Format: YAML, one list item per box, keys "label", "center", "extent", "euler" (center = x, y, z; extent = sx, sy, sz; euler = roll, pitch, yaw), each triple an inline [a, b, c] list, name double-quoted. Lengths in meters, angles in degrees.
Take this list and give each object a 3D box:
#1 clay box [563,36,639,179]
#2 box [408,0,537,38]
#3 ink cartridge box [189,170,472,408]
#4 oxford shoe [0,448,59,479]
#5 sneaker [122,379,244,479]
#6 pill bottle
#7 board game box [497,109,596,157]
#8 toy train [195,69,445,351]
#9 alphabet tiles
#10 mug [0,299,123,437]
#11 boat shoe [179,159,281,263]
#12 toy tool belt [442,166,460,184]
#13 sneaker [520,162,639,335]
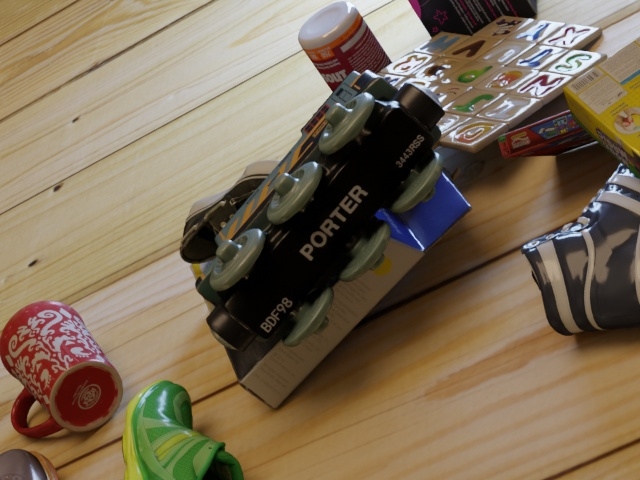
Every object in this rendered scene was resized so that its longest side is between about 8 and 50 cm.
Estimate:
- label: "clay box"
  center: [0.341, -0.104, 1.590]
  extent: [0.127, 0.053, 0.222]
  euler: [-34, 47, -6]
- label: "box"
  center: [0.166, -0.394, 2.208]
  extent: [0.142, 0.247, 0.163]
  euler: [-22, 31, 22]
- label: "ink cartridge box"
  center: [0.000, 0.000, 1.937]
  extent: [0.307, 0.072, 0.303]
  euler: [-48, 26, 8]
- label: "oxford shoe"
  center: [-0.365, 0.333, 1.827]
  extent: [0.130, 0.133, 0.364]
  euler: [-27, 29, 19]
- label: "sneaker"
  center: [-0.139, 0.246, 1.765]
  extent: [0.123, 0.109, 0.295]
  euler: [-10, 29, 0]
- label: "pill bottle"
  center: [0.044, -0.222, 2.186]
  extent: [0.086, 0.152, 0.086]
  euler: [-27, 29, 17]
- label: "board game box"
  center: [0.337, -0.142, 1.782]
  extent: [0.281, 0.027, 0.145]
  euler: [-20, -5, 30]
- label: "toy train"
  center: [-0.003, -0.033, 1.783]
  extent: [0.334, 0.142, 0.190]
  euler: [-51, 17, 3]
- label: "alphabet tiles"
  center: [0.161, -0.181, 2.038]
  extent: [0.342, 0.011, 0.285]
  euler: [-35, 31, -28]
- label: "mug"
  center: [-0.308, 0.171, 2.073]
  extent: [0.113, 0.150, 0.169]
  euler: [-7, 22, -26]
- label: "boat shoe"
  center: [-0.087, -0.024, 1.953]
  extent: [0.219, 0.078, 0.070]
  euler: [-29, 32, 51]
- label: "toy tool belt"
  center: [0.126, -0.050, 1.941]
  extent: [0.051, 0.052, 0.083]
  euler: [-16, 34, 49]
- label: "sneaker"
  center: [0.287, -0.021, 1.665]
  extent: [0.153, 0.099, 0.282]
  euler: [-15, 37, 31]
